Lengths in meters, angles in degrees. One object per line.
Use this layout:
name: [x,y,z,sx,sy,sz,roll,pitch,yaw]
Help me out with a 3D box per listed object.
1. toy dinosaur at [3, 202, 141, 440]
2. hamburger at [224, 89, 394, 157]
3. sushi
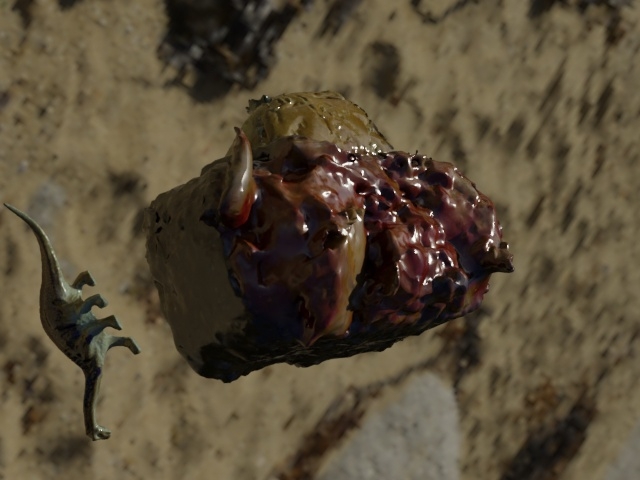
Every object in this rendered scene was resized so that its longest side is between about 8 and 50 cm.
toy dinosaur: [-0.166,0.051,1.125,0.058,0.180,0.037,-21,-177,-13]
hamburger: [-0.007,-0.029,1.722,0.211,0.308,0.132,-17,165,-48]
sushi: [0.000,0.000,1.343,0.343,0.196,0.182,-4,156,-49]
